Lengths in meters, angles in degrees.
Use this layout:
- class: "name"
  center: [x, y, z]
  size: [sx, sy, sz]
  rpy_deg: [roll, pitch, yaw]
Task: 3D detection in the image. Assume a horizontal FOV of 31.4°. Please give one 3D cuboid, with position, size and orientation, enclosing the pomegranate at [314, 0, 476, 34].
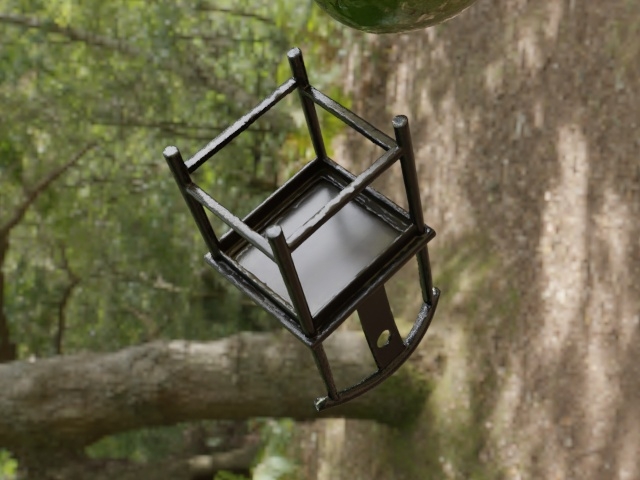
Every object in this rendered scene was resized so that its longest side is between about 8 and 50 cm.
- class: "pomegranate"
  center: [0.063, -0.253, 0.857]
  size: [0.248, 0.202, 0.202]
  rpy_deg: [-6, -82, -71]

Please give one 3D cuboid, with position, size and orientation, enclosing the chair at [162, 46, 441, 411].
- class: "chair"
  center: [0.000, 0.000, 0.915]
  size: [0.141, 0.154, 0.260]
  rpy_deg: [38, 159, 31]
